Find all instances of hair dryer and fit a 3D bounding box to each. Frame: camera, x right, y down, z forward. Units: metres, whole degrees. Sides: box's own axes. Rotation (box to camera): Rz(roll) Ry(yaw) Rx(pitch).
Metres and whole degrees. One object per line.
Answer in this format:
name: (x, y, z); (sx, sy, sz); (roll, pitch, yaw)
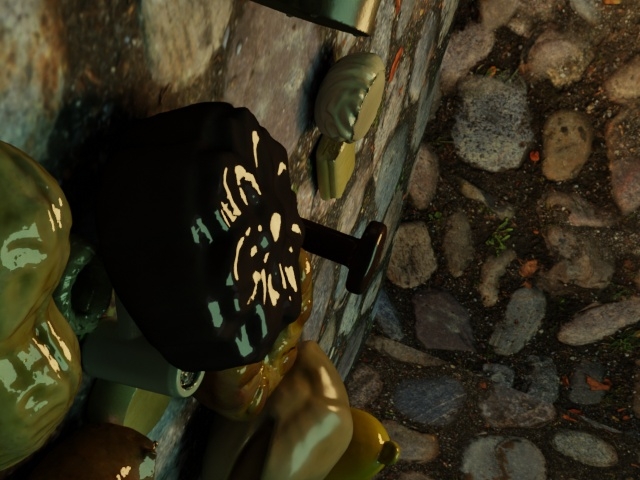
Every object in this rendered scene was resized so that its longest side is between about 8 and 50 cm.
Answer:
hair dryer: (-0.200, 0.058, 0.744); (0.073, 0.131, 0.236); (-39, 134, -61)

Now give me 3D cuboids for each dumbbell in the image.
dumbbell: (0.000, 0.000, 1.207); (0.124, 0.226, 0.140); (-5, 116, -79)

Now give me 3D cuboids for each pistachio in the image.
pistachio: (-0.091, 0.413, 1.358); (0.365, 0.282, 0.445); (-13, 120, -75)

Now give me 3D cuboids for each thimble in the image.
thimble: (-0.242, 0.042, 0.633); (0.084, 0.062, 0.109); (-53, 159, -51)

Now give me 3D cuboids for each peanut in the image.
peanut: (-0.240, 0.055, 0.469); (0.147, 0.147, 0.305); (-54, 160, -51)

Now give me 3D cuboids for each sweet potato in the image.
sweet potato: (-0.297, 0.313, 0.680); (0.337, 0.131, 0.131); (-42, 150, -65)

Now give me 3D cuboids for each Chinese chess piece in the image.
Chinese chess piece: (-0.246, 0.198, 0.884); (0.144, 0.059, 0.144); (21, 90, -76)

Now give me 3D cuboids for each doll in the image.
doll: (-0.036, 0.510, 1.602); (0.348, 0.423, 0.161); (-50, 131, -6)

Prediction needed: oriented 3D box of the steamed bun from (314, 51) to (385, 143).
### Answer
steamed bun: (0.049, -0.272, 1.267); (0.182, 0.106, 0.182); (-59, 165, -27)

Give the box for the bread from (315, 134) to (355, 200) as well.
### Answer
bread: (0.036, -0.180, 1.455); (0.178, 0.060, 0.139); (80, 33, -66)

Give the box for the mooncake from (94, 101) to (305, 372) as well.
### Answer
mooncake: (-0.105, -0.006, 0.711); (0.283, 0.141, 0.282); (-10, 90, -73)

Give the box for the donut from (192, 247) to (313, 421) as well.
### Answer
donut: (-0.122, 0.145, 1.102); (0.299, 0.150, 0.317); (-34, 143, -69)

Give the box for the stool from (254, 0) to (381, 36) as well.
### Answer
stool: (0.012, -0.385, 0.755); (0.179, 0.179, 0.264); (-29, 137, -71)
